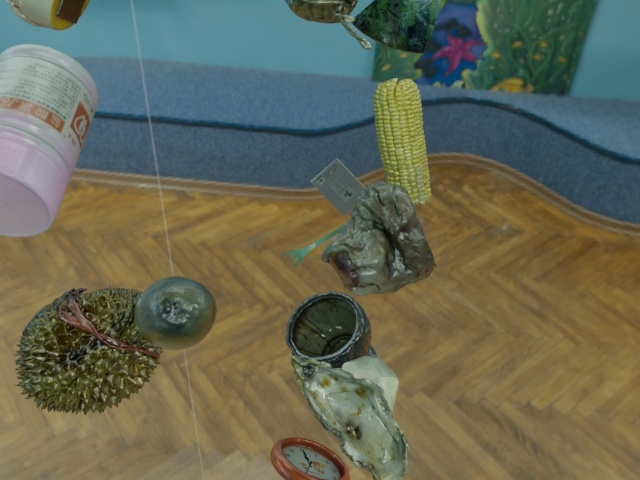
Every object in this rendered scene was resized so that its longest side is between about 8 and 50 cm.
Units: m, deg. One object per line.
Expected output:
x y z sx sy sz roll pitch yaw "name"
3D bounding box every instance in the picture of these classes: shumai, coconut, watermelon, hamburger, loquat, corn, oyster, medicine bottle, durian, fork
0.093 0.008 1.108 0.185 0.218 0.184 -22 75 8 "shumai"
0.122 0.375 1.591 0.161 0.162 0.161 14 -1 0 "coconut"
0.172 -0.525 1.326 0.136 0.207 0.202 11 35 -30 "watermelon"
-0.681 -0.690 1.607 0.151 0.227 0.295 25 85 1 "hamburger"
-0.335 0.169 1.452 0.179 0.179 0.227 -36 13 -37 "loquat"
0.157 -0.188 1.204 0.093 0.244 0.093 -8 10 2 "corn"
0.063 0.370 1.323 0.341 0.110 0.166 28 77 29 "oyster"
-0.548 -0.188 1.151 0.202 0.202 0.316 3 55 -1 "medicine bottle"
-0.591 0.279 1.634 0.384 0.347 0.347 -30 44 1 "durian"
-0.001 0.001 1.443 0.039 0.235 0.021 56 33 -3 "fork"

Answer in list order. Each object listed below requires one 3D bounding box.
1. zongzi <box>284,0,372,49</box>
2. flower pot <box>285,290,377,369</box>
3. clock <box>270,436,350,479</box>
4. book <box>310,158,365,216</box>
0.037 -0.686 1.189 0.218 0.467 0.500 8 46 0 "zongzi"
0.053 0.338 1.971 0.267 0.267 0.266 -13 47 15 "flower pot"
-0.025 0.547 1.502 0.205 0.051 0.205 23 8 -3 "clock"
0.071 -0.184 2.175 0.127 0.182 0.014 -41 20 14 "book"
